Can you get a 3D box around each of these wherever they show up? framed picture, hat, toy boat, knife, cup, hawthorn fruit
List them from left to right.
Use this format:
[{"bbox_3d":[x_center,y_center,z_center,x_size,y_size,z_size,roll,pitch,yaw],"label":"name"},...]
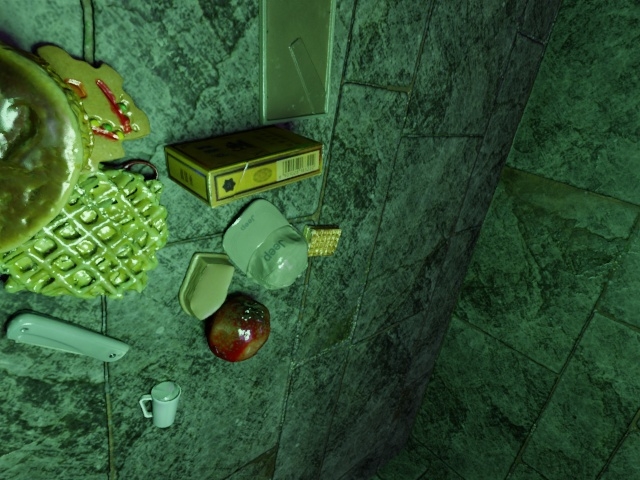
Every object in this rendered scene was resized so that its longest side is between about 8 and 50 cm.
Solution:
[{"bbox_3d":[-0.549,0.220,0.913,0.073,0.040,0.265,-46,141,1],"label":"knife"},{"bbox_3d":[-0.450,0.458,1.158,0.104,0.074,0.116,4,117,-23],"label":"cup"},{"bbox_3d":[-0.304,0.128,1.101,0.116,0.061,0.188,8,108,-50],"label":"toy boat"},{"bbox_3d":[-0.238,0.272,1.190,0.181,0.181,0.235,-10,134,-44],"label":"hawthorn fruit"},{"bbox_3d":[-0.140,0.022,1.164,0.214,0.149,0.244,-52,152,-10],"label":"hat"},{"bbox_3d":[-0.054,-0.456,1.032,0.232,0.024,0.314,-21,127,-38],"label":"framed picture"}]

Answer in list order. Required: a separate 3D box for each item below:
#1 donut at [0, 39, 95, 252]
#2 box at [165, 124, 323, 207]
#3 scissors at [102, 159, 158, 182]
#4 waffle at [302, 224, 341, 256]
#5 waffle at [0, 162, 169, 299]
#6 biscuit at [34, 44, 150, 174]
[{"bbox_3d":[-0.505,-0.144,0.587,0.330,0.160,0.329,-6,113,-15],"label":"donut"},{"bbox_3d":[-0.167,-0.181,0.946,0.302,0.193,0.083,-24,129,-36],"label":"box"},{"bbox_3d":[-0.447,-0.141,0.809,0.144,0.017,0.248,-57,140,-4],"label":"scissors"},{"bbox_3d":[0.000,0.000,1.366,0.148,0.042,0.102,-2,113,-47],"label":"waffle"},{"bbox_3d":[-0.453,-0.012,0.813,0.317,0.073,0.297,8,108,-39],"label":"waffle"},{"bbox_3d":[-0.417,-0.206,0.721,0.212,0.041,0.238,40,62,-44],"label":"biscuit"}]
